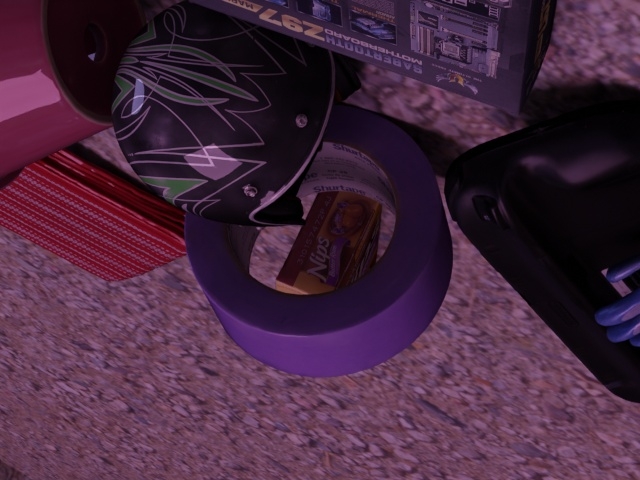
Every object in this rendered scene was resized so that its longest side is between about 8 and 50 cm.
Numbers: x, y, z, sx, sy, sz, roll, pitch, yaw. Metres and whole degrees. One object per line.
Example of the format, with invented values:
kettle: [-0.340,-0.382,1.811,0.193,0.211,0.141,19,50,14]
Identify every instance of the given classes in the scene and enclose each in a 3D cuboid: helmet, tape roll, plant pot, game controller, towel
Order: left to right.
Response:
plant pot: [-0.231,-0.134,1.336,0.180,0.201,0.201,-8,145,30]
towel: [-0.237,-0.027,1.805,0.199,0.031,0.275,30,161,-17]
helmet: [-0.059,-0.089,1.258,0.169,0.169,0.161,17,175,23]
tape roll: [0.000,0.000,1.364,0.189,0.189,0.080,18,159,20]
game controller: [0.222,0.017,1.287,0.166,0.067,0.319,-26,135,21]

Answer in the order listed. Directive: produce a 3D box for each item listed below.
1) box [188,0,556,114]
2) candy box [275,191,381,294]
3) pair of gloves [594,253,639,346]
box: [0.025,-0.172,1.101,0.233,0.059,0.183,20,159,12]
candy box: [0.006,0.030,1.544,0.053,0.109,0.186,23,160,9]
pair of gloves: [0.287,0.043,1.252,0.198,0.023,0.159,24,131,-27]
